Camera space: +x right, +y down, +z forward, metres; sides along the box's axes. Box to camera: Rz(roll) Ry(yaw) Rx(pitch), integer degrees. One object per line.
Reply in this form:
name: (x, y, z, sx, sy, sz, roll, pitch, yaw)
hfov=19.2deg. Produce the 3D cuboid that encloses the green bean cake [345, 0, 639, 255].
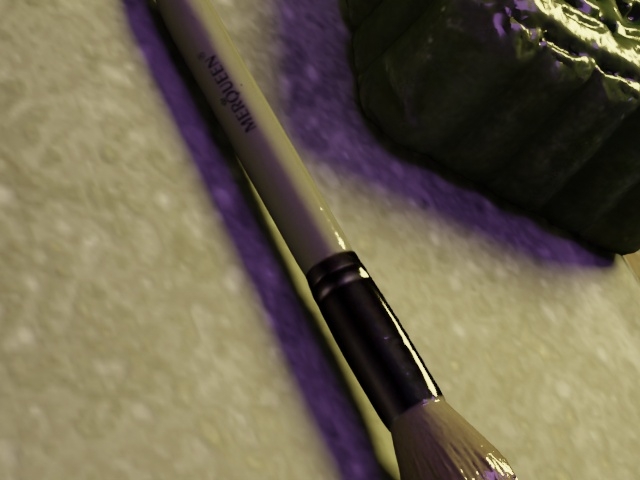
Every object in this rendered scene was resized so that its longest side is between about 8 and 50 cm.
green bean cake: (0.102, -0.106, 0.920, 0.183, 0.094, 0.185, 24, 36, -30)

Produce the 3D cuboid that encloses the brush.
brush: (0.000, 0.000, 0.748, 0.042, 0.039, 0.299, -17, 63, -25)
